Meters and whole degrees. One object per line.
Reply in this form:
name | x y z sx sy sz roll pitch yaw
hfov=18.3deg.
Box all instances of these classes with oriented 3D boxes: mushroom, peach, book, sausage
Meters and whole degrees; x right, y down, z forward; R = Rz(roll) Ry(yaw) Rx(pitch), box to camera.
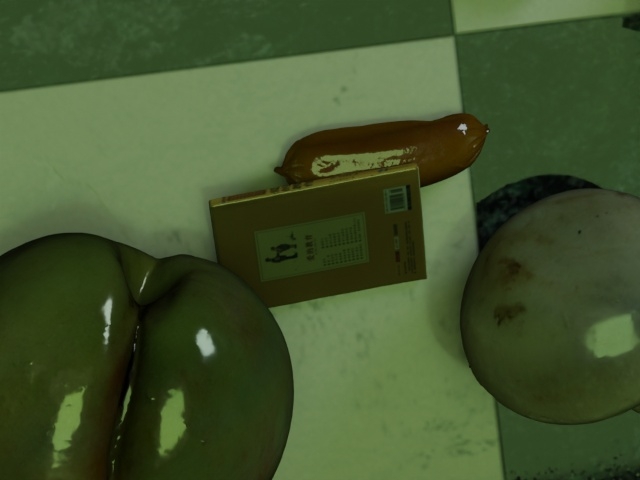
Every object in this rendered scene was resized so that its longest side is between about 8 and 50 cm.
mushroom | 0.226 0.070 1.616 0.207 0.207 0.215 -43 133 0
peach | -0.168 0.137 1.542 0.292 0.247 0.292 -9 124 -14
book | 0.000 0.000 1.626 0.172 0.012 0.118 -10 127 -5
sausage | 0.053 -0.066 1.633 0.183 0.054 0.062 -7 131 -8
